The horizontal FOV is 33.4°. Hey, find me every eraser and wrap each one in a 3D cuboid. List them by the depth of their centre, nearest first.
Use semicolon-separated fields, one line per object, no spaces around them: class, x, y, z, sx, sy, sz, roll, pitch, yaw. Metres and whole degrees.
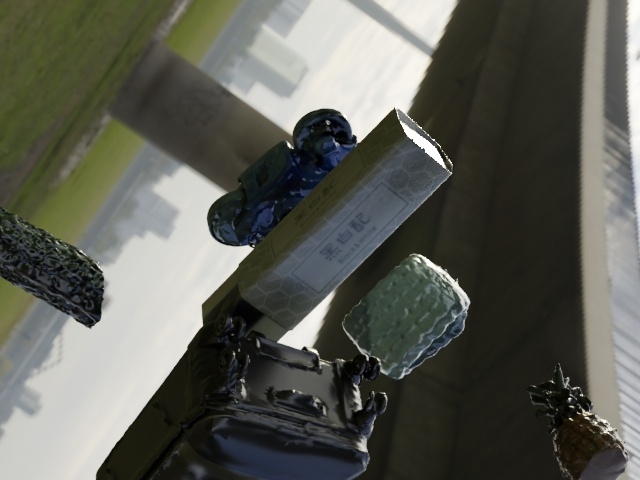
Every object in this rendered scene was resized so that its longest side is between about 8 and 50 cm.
eraser;0.000;0.000;1.467;0.404;0.098;0.096;-45;-154;15

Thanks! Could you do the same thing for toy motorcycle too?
toy motorcycle;-0.030;-0.080;1.790;0.319;0.182;0.241;-40;158;22

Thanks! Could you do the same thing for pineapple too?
pineapple;0.461;0.338;1.953;0.128;0.128;0.248;-52;-150;19

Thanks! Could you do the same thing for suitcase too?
suitcase;-0.121;0.307;1.452;0.434;0.283;0.194;-51;-147;34

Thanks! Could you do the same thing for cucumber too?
cucumber;-0.349;0.004;1.162;0.077;0.265;0.077;-47;-156;28

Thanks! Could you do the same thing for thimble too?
thimble;0.177;0.147;2.081;0.250;0.172;0.205;-35;165;-35
